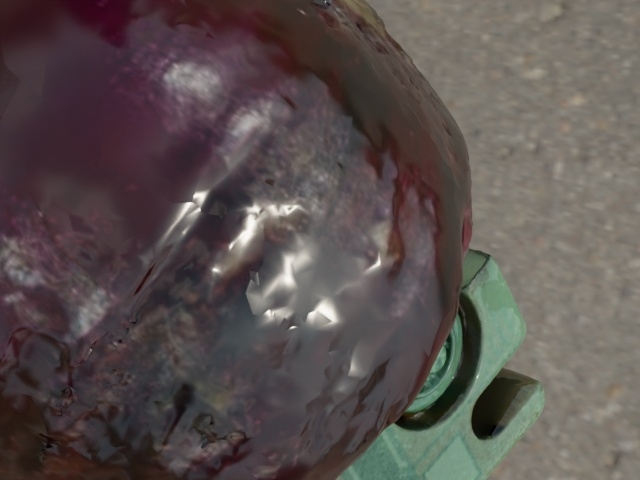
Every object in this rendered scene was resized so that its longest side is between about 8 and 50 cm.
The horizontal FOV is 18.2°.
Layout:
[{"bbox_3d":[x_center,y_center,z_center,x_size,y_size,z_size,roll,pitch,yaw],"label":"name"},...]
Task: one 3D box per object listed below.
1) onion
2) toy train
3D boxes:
[{"bbox_3d":[-0.111,-0.027,0.852,0.260,0.337,0.282,34,105,-28],"label":"onion"},{"bbox_3d":[-0.012,0.133,1.132,0.326,0.129,0.159,-47,128,-24],"label":"toy train"}]
